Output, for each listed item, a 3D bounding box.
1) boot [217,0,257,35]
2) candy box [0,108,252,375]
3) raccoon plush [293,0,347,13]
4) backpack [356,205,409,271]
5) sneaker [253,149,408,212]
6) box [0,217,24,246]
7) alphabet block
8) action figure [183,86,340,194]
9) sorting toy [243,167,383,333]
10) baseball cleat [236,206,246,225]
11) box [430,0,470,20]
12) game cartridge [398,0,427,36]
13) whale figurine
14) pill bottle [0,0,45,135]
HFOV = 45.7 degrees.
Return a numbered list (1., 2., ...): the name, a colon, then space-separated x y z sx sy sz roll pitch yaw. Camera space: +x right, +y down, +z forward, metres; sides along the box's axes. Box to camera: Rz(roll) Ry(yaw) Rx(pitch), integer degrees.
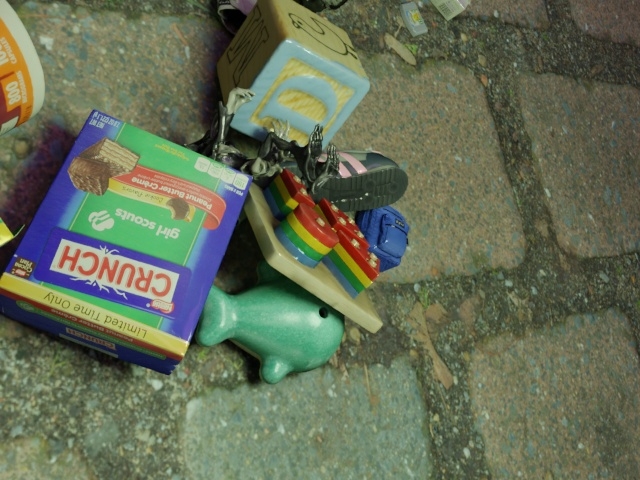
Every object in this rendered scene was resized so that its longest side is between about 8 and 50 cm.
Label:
1. boot: -0.166 -0.480 1.439 0.258 0.095 0.123 40 53 -18
2. candy box: -0.282 0.001 1.125 0.268 0.122 0.317 23 61 -9
3. raccoon plush: 0.023 -0.655 1.465 0.216 0.446 0.299 23 60 0
4. backpack: 0.126 -0.013 1.507 0.098 0.101 0.120 32 52 -32
5. sneaker: 0.003 -0.120 1.461 0.319 0.112 0.131 -1 32 -25
6. box: -0.488 0.025 1.011 0.179 0.105 0.043 -38 100 -40
7. alphabet block: -0.055 -0.292 1.356 0.192 0.193 0.197 22 33 -33
8. action figure: -0.106 -0.158 1.233 0.164 0.276 0.140 26 77 -62
9. sorting toy: 0.000 0.000 1.293 0.257 0.089 0.255 36 15 -34
10. baseball cleat: -0.174 -0.021 1.293 0.110 0.072 0.205 13 68 -34
11. box: 0.239 -0.681 1.841 0.324 0.067 0.063 44 53 -17
12. game cartridge: 0.219 -0.527 1.807 0.056 0.017 0.083 -28 93 -37
13. whale figurine: -0.075 0.129 1.271 0.272 0.141 0.216 12 68 -37
14. pill bottle: -0.565 -0.167 0.936 0.224 0.224 0.392 54 51 -10
